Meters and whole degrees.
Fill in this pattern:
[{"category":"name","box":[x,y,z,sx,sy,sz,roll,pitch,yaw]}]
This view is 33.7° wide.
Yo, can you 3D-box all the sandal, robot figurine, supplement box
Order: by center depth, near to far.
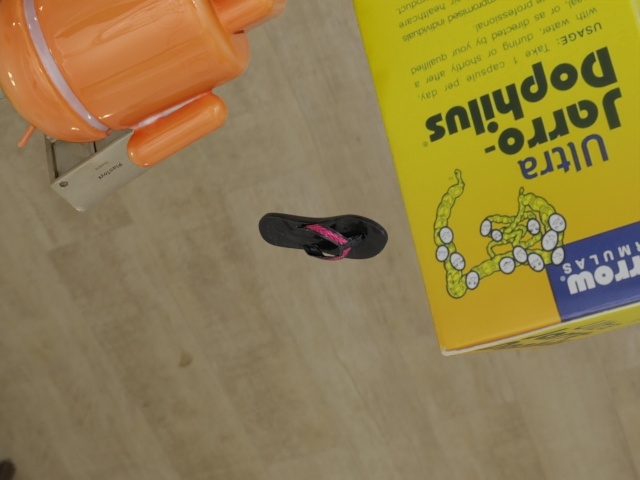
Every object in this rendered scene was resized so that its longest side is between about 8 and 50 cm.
[{"category":"robot figurine","box":[-0.136,-0.149,0.740,0.219,0.128,0.158,-23,137,12]},{"category":"supplement box","box":[0.168,-0.110,0.779,0.195,0.194,0.356,-20,76,29]},{"category":"sandal","box":[0.000,0.000,1.368,0.179,0.040,0.067,4,126,19]}]

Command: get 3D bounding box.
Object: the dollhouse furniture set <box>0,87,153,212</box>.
[{"category":"dollhouse furniture set","box":[-0.249,-0.166,0.895,0.212,0.161,0.242,-31,135,10]}]
